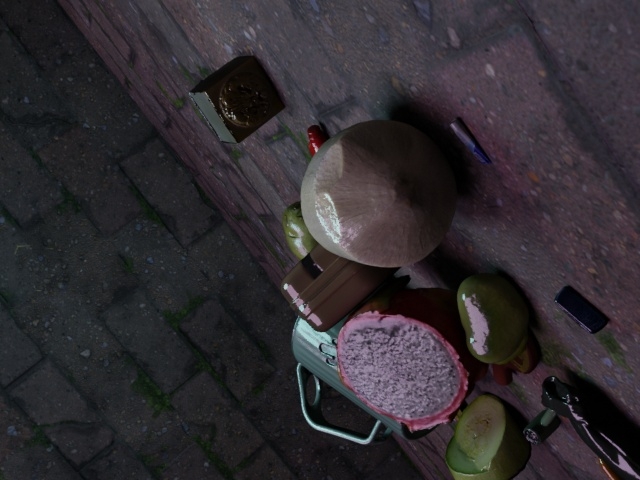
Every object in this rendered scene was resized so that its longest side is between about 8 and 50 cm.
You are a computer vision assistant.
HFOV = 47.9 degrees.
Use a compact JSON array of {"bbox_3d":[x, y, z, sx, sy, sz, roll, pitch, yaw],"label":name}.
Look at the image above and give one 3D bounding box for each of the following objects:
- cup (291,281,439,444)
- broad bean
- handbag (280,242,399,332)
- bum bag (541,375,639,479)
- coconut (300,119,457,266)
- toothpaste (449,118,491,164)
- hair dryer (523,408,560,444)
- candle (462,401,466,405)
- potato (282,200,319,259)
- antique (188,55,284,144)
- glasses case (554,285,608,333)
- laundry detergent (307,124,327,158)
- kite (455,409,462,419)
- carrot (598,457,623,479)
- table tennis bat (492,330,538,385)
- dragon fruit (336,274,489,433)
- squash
[{"bbox_3d":[0.144,0.317,1.839,0.392,0.310,0.401,35,128,36],"label":"cup"},{"bbox_3d":[0.310,0.144,1.294,0.124,0.082,0.174,-1,118,21],"label":"broad bean"},{"bbox_3d":[0.082,0.036,1.480,0.149,0.283,0.302,51,-154,7],"label":"handbag"},{"bbox_3d":[0.525,0.360,1.272,0.326,0.080,0.142,43,173,16],"label":"bum bag"},{"bbox_3d":[0.095,-0.076,1.169,0.237,0.237,0.266,54,171,-15],"label":"coconut"},{"bbox_3d":[0.218,-0.142,1.051,0.083,0.015,0.024,48,167,-13],"label":"toothpaste"},{"bbox_3d":[0.476,0.368,1.498,0.047,0.071,0.150,43,149,24],"label":"hair dryer"},{"bbox_3d":[0.363,0.408,2.056,0.167,0.021,0.026,55,166,-21],"label":"candle"},{"bbox_3d":[0.000,0.000,1.899,0.248,0.143,0.169,51,-149,-15],"label":"potato"},{"bbox_3d":[-0.190,-0.317,1.635,0.147,0.152,0.148,56,164,-26],"label":"antique"},{"bbox_3d":[0.394,0.108,1.097,0.083,0.033,0.023,45,176,26],"label":"glasses case"},{"bbox_3d":[0.006,-0.186,1.574,0.097,0.049,0.165,43,163,44],"label":"laundry detergent"},{"bbox_3d":[0.348,0.440,2.162,0.377,0.013,0.327,51,170,17],"label":"kite"},{"bbox_3d":[0.619,0.506,1.435,0.190,0.037,0.037,48,167,19],"label":"carrot"},{"bbox_3d":[0.364,0.202,1.467,0.200,0.038,0.310,42,161,40],"label":"table tennis bat"},{"bbox_3d":[0.197,0.207,1.468,0.305,0.226,0.305,15,123,24],"label":"dragon fruit"},{"bbox_3d":[0.397,0.507,1.785,0.133,0.220,0.220,52,167,-20],"label":"squash"}]
